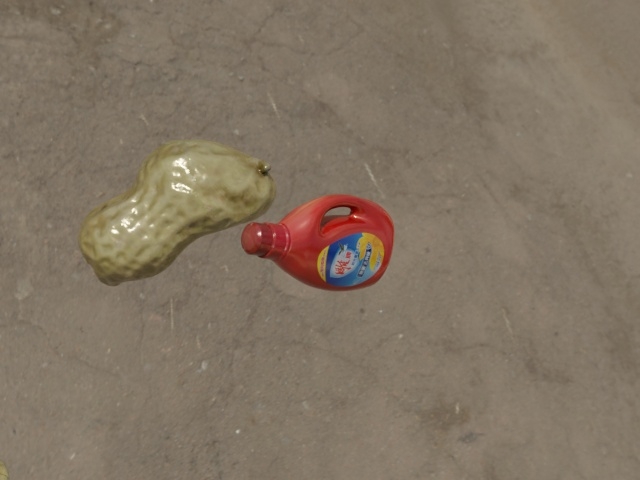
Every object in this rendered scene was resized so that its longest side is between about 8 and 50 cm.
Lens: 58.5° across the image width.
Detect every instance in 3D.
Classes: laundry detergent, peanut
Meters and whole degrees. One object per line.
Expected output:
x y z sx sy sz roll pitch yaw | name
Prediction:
0.000 0.000 0.544 0.165 0.049 0.097 9 101 -44 | laundry detergent
-0.212 -0.055 0.832 0.291 0.143 0.159 -30 95 -8 | peanut

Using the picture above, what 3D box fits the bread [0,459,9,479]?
-0.521 0.243 0.667 0.316 0.316 0.054 34 86 -9 | bread
